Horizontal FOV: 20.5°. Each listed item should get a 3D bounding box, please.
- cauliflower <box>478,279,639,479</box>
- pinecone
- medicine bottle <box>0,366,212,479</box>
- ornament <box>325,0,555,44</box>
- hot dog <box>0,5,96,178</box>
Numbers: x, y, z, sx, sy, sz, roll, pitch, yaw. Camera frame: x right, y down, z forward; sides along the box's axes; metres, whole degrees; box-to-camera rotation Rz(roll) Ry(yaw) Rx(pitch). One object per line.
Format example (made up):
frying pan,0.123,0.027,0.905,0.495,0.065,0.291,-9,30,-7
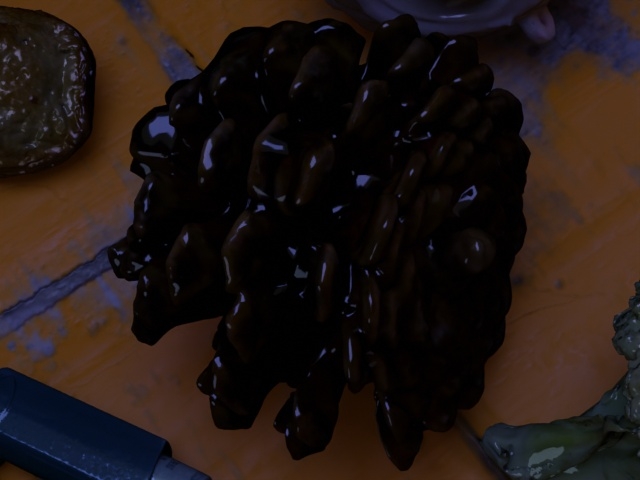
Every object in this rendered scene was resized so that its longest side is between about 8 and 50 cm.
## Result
cauliflower,0.323,0.168,1.523,0.260,0.281,0.327,40,48,-3
pinecone,0.000,0.000,1.535,0.398,0.398,0.397,-2,66,5
medicine bottle,-0.231,0.207,1.618,0.258,0.079,0.124,21,67,13
ornament,0.115,-0.364,1.697,0.337,0.337,0.337,-2,66,5
hot dog,-0.357,-0.154,1.737,0.259,0.114,0.175,5,84,-23
